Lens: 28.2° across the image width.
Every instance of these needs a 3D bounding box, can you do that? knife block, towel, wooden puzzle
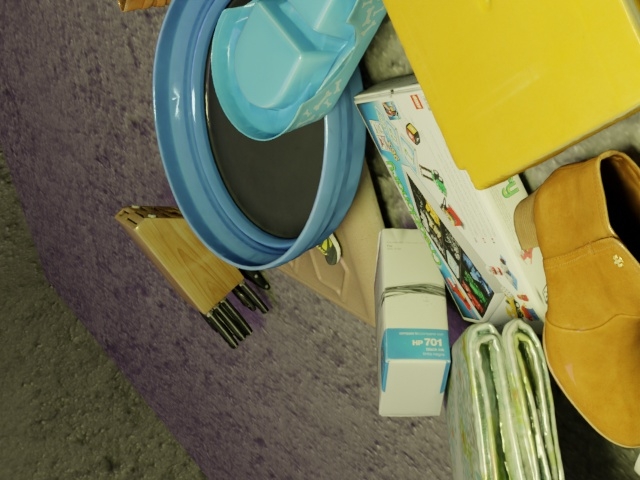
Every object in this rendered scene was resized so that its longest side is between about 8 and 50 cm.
[{"bbox_3d":[-0.215,0.066,2.156,0.088,0.275,0.242,25,110,55],"label":"knife block"},{"bbox_3d":[0.207,0.265,1.451,0.374,0.090,0.321,91,174,-78],"label":"towel"},{"bbox_3d":[-0.019,-0.065,1.773,0.348,0.080,0.322,23,138,49],"label":"wooden puzzle"}]

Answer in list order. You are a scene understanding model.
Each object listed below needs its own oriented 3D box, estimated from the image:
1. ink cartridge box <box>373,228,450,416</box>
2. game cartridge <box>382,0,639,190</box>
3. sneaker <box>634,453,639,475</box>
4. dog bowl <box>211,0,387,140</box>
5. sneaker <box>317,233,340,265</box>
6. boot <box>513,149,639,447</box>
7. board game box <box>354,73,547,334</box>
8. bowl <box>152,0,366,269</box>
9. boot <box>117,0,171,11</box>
[{"bbox_3d":[0.109,0.101,1.566,0.140,0.082,0.191,92,179,-55],"label":"ink cartridge box"},{"bbox_3d":[0.158,-0.211,1.087,0.285,0.052,0.323,67,158,3],"label":"game cartridge"},{"bbox_3d":[0.394,0.202,1.184,0.169,0.108,0.292,46,165,27],"label":"sneaker"},{"bbox_3d":[-0.016,-0.243,1.380,0.166,0.074,0.297,53,130,28],"label":"dog bowl"},{"bbox_3d":[0.000,0.000,1.679,0.031,0.035,0.083,24,139,49],"label":"sneaker"},{"bbox_3d":[0.286,0.065,1.214,0.295,0.104,0.211,66,165,1],"label":"boot"},{"bbox_3d":[0.160,-0.042,1.414,0.305,0.053,0.193,62,161,-13],"label":"board game box"},{"bbox_3d":[-0.082,-0.160,1.609,0.391,0.077,0.391,17,112,50],"label":"bowl"},{"bbox_3d":[-0.197,-0.332,1.701,0.073,0.152,0.197,40,151,41],"label":"boot"}]
